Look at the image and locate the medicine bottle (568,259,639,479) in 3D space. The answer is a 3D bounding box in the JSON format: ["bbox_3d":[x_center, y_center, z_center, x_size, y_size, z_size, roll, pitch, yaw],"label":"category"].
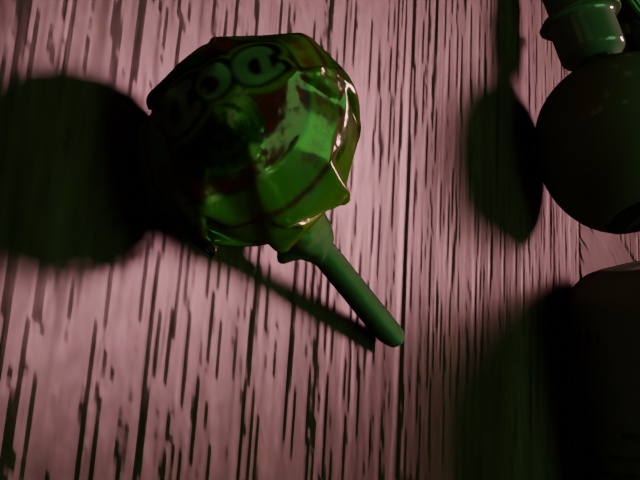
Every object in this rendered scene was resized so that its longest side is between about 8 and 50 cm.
[{"bbox_3d":[0.218,0.149,0.784,0.157,0.157,0.288,-8,90,-67],"label":"medicine bottle"}]

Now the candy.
[{"bbox_3d":[0.000,0.000,0.471,0.058,0.062,0.194,43,-5,27],"label":"candy"}]

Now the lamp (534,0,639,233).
[{"bbox_3d":[0.137,-0.086,0.783,0.091,0.091,0.163,21,47,-64],"label":"lamp"}]

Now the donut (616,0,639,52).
[{"bbox_3d":[0.248,-0.168,1.035,0.216,0.096,0.230,-49,128,-61],"label":"donut"}]
